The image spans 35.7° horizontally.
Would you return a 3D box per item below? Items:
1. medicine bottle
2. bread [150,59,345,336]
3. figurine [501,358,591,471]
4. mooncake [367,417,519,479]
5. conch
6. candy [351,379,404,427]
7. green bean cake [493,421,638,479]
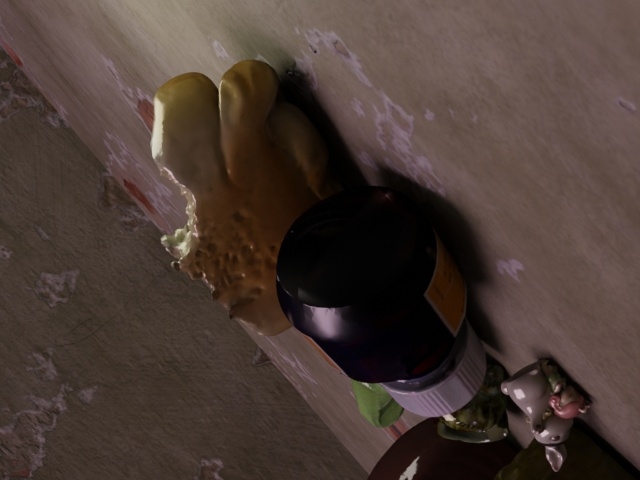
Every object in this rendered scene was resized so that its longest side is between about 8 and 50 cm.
[{"bbox_3d":[0.104,0.116,1.448,0.242,0.242,0.395,37,166,40],"label":"medicine bottle"},{"bbox_3d":[-0.095,-0.060,1.495,0.329,0.245,0.424,-74,-35,-53],"label":"bread"},{"bbox_3d":[0.327,0.246,1.399,0.146,0.081,0.098,58,141,5],"label":"figurine"},{"bbox_3d":[0.253,0.491,1.852,0.174,0.333,0.326,-174,84,-68],"label":"mooncake"},{"bbox_3d":[0.251,0.267,1.661,0.187,0.124,0.181,24,162,-20],"label":"conch"},{"bbox_3d":[0.119,0.286,2.068,0.142,0.132,0.343,28,160,16],"label":"candy"},{"bbox_3d":[0.364,0.407,1.456,0.236,0.233,0.124,42,159,22],"label":"green bean cake"}]
